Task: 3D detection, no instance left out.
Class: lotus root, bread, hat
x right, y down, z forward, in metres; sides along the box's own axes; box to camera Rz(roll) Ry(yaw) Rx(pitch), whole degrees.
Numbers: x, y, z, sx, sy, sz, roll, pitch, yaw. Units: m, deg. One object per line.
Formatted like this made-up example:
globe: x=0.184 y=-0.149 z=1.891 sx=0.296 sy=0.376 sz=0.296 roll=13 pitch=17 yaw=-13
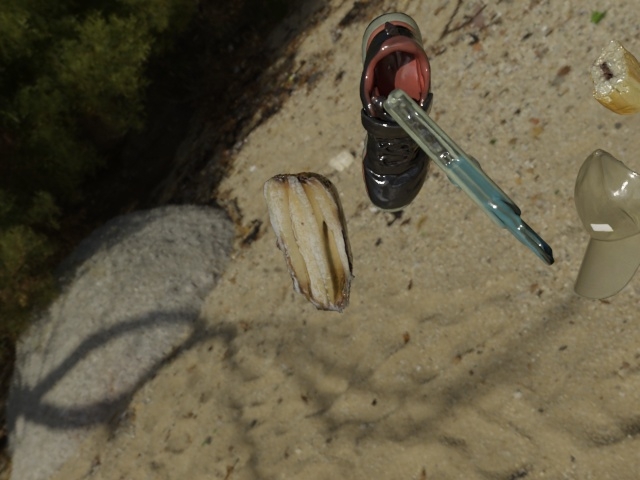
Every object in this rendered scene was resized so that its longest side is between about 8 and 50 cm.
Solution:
lotus root: x=0.000 y=0.000 z=1.309 sx=0.167 sy=0.329 sz=0.078 roll=11 pitch=41 yaw=28
bread: x=0.548 y=-0.290 z=1.244 sx=0.082 sy=0.106 sz=0.125 roll=-28 pitch=38 yaw=38
hat: x=0.379 y=-0.022 z=0.946 sx=0.173 sy=0.144 sz=0.166 roll=-51 pitch=11 yaw=8

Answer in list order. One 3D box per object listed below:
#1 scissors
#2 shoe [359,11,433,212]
scissors: x=0.182 y=-0.078 z=0.831 sx=0.041 sy=0.289 sz=0.138 roll=-43 pitch=18 yaw=13
shoe: x=0.115 y=-0.175 z=0.979 sx=0.114 sy=0.290 sz=0.137 roll=-3 pitch=21 yaw=2
